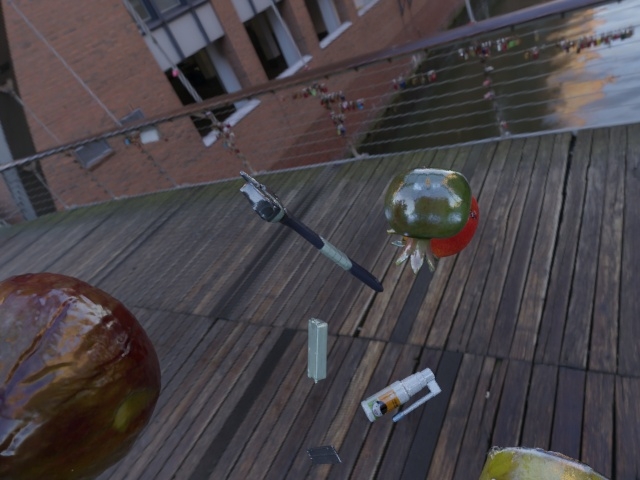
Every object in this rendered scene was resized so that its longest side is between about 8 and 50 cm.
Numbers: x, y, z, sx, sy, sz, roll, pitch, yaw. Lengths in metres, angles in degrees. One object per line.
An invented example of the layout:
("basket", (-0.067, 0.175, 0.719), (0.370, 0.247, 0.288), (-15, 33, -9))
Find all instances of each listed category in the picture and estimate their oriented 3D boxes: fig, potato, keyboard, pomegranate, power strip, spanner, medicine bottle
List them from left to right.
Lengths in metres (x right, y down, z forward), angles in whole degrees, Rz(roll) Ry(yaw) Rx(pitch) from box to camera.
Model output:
("fig", (-0.213, 0.153, 0.329), (0.191, 0.190, 0.290), (-29, 36, -6))
("power strip", (-0.004, 0.137, 0.560), (0.017, 0.083, 0.027), (-2, 7, -25))
("spanner", (0.000, 0.000, 0.631), (0.024, 0.316, 0.087), (-46, 43, 9))
("keyboard", (0.008, 0.733, 1.533), (0.010, 0.063, 0.198), (-22, -12, -37))
("medicine bottle", (0.231, 0.446, 1.272), (0.221, 0.092, 0.061), (-28, -13, -8))
("pomegranate", (0.190, -0.040, 0.810), (0.152, 0.191, 0.131), (1, 27, 2))
("pomegranate", (0.304, -0.063, 1.237), (0.257, 0.221, 0.221), (-15, 32, 35))
("potato", (0.491, 0.649, 0.946), (0.290, 0.397, 0.296), (-40, 16, 50))
